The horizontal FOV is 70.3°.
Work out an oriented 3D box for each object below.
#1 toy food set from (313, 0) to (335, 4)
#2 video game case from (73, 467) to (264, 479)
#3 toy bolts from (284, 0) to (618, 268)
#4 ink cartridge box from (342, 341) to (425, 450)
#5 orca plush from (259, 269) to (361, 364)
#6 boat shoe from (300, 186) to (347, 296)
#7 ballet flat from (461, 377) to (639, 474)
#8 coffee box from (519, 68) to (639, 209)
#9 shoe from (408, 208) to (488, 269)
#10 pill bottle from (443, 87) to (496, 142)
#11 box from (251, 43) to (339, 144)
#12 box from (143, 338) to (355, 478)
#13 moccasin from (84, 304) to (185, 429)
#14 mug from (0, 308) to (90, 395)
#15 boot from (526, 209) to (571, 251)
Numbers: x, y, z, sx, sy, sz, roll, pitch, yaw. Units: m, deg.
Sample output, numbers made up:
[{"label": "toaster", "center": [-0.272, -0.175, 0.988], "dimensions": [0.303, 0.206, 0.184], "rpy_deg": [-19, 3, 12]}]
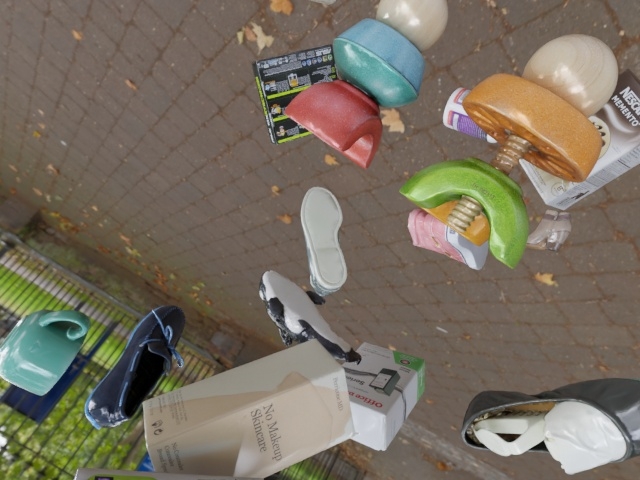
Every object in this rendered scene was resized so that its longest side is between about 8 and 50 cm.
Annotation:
[{"label": "toy food set", "center": [-0.119, -0.507, 0.761], "dimensions": [0.306, 0.220, 0.092], "rpy_deg": [51, 132, 31]}, {"label": "video game case", "center": [-0.229, 0.430, 0.609], "dimensions": [0.244, 0.269, 0.061], "rpy_deg": [17, -162, -23]}, {"label": "toy bolts", "center": [0.112, -0.110, 0.398], "dimensions": [0.228, 0.158, 0.218], "rpy_deg": [37, -170, 13]}, {"label": "ink cartridge box", "center": [0.154, 0.437, 1.318], "dimensions": [0.211, 0.289, 0.121], "rpy_deg": [10, 112, 30]}, {"label": "orca plush", "center": [-0.038, 0.191, 0.996], "dimensions": [0.287, 0.151, 0.102], "rpy_deg": [33, 118, 12]}, {"label": "boat shoe", "center": [0.000, 0.000, 1.227], "dimensions": [0.116, 0.319, 0.099], "rpy_deg": [2, 148, -16]}, {"label": "ballet flat", "center": [0.284, 0.234, 0.555], "dimensions": [0.095, 0.096, 0.280], "rpy_deg": [59, 146, 6]}, {"label": "coffee box", "center": [0.653, -0.229, 1.088], "dimensions": [0.119, 0.168, 0.297], "rpy_deg": [7, 144, -41]}, {"label": "shoe", "center": [0.200, -0.005, 0.700], "dimensions": [0.081, 0.063, 0.178], "rpy_deg": [12, 171, 36]}, {"label": "pill bottle", "center": [0.430, -0.318, 1.181], "dimensions": [0.193, 0.108, 0.108], "rpy_deg": [31, 157, 28]}, {"label": "box", "center": [-0.043, -0.333, 1.037], "dimensions": [0.045, 0.191, 0.184], "rpy_deg": [33, 141, 58]}, {"label": "box", "center": [-0.112, 0.293, 0.747], "dimensions": [0.121, 0.311, 0.148], "rpy_deg": [-151, 47, -64]}, {"label": "moccasin", "center": [-0.393, 0.290, 1.068], "dimensions": [0.117, 0.342, 0.137], "rpy_deg": [-11, 126, 23]}, {"label": "mug", "center": [-0.476, 0.173, 0.781], "dimensions": [0.097, 0.157, 0.129], "rpy_deg": [39, 166, -25]}, {"label": "boot", "center": [0.485, -0.023, 0.987], "dimensions": [0.042, 0.087, 0.118], "rpy_deg": [19, 176, -33]}]
